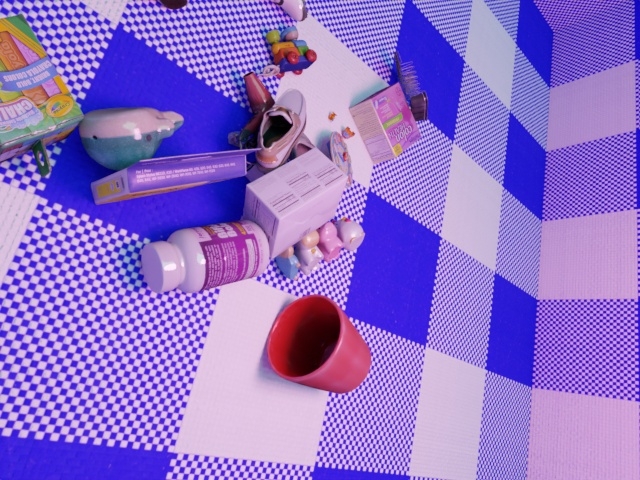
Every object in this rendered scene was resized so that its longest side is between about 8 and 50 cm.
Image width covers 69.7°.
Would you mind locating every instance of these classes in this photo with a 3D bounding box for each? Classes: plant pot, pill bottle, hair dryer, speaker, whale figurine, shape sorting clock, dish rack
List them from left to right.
[{"bbox_3d":[-0.444,-0.252,1.118,0.272,0.216,0.141,-49,140,-63],"label":"whale figurine"},{"bbox_3d":[-0.299,0.044,1.210,0.302,0.169,0.169,-13,93,-43],"label":"pill bottle"},{"bbox_3d":[-0.179,-0.365,1.388,0.223,0.080,0.293,0,79,-73],"label":"hair dryer"},{"bbox_3d":[-0.177,-0.178,1.428,0.136,0.055,0.055,48,56,-26],"label":"speaker"},{"bbox_3d":[0.015,0.335,1.407,0.243,0.275,0.275,43,57,-40],"label":"plant pot"},{"bbox_3d":[0.078,-0.288,1.638,0.206,0.040,0.206,49,32,-47],"label":"shape sorting clock"},{"bbox_3d":[0.365,-0.634,1.881,0.208,0.074,0.271,42,32,-76],"label":"dish rack"}]

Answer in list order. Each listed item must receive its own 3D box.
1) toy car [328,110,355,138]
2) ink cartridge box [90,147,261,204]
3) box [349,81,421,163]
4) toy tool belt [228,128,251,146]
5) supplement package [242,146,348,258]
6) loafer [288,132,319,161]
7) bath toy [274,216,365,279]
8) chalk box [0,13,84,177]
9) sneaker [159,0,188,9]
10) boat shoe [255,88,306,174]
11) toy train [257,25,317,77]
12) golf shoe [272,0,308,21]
[{"bbox_3d":[0.076,-0.424,1.715,0.122,0.060,0.040,42,102,-11],"label":"toy car"},{"bbox_3d":[-0.343,-0.153,1.103,0.304,0.307,0.072,-17,102,-42],"label":"ink cartridge box"},{"bbox_3d":[0.260,-0.463,1.818,0.213,0.117,0.243,-40,111,-38],"label":"box"},{"bbox_3d":[-0.235,-0.311,1.395,0.083,0.051,0.052,-9,90,-43],"label":"toy tool belt"},{"bbox_3d":[-0.078,-0.110,1.340,0.262,0.204,0.145,-34,70,-30],"label":"supplement package"},{"bbox_3d":[-0.021,-0.226,1.497,0.112,0.111,0.319,-40,132,3],"label":"loafer"},{"bbox_3d":[0.000,0.000,1.523,0.348,0.151,0.129,-22,54,-40],"label":"bath toy"},{"bbox_3d":[-0.631,-0.274,0.952,0.179,0.180,0.289,-40,111,-38],"label":"chalk box"},{"bbox_3d":[-0.445,-0.723,1.177,0.290,0.106,0.123,25,51,-80],"label":"sneaker"},{"bbox_3d":[-0.107,-0.336,1.324,0.113,0.103,0.302,12,62,3],"label":"boat shoe"},{"bbox_3d":[-0.138,-0.619,1.501,0.248,0.105,0.143,-27,92,-41],"label":"toy train"},{"bbox_3d":[-0.158,-0.830,1.523,0.273,0.105,0.120,47,71,-20],"label":"golf shoe"}]
